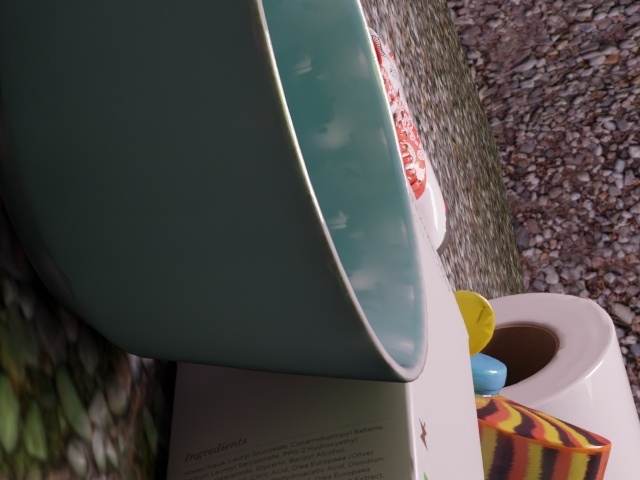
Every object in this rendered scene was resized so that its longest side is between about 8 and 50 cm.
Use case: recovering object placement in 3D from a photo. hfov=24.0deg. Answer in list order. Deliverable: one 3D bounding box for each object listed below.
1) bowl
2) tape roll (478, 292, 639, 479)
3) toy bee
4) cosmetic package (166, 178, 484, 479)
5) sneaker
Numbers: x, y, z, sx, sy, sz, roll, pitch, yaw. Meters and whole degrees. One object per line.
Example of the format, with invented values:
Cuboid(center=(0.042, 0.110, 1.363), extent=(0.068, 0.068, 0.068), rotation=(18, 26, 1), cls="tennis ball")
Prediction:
Cuboid(center=(-0.063, -0.061, 0.774), extent=(0.311, 0.163, 0.311), rotation=(-14, 90, -79), cls="bowl")
Cuboid(center=(0.205, 0.187, 1.566), extent=(0.246, 0.246, 0.169), rotation=(-79, 153, -65), cls="tape roll")
Cuboid(center=(0.061, 0.140, 1.144), extent=(0.162, 0.298, 0.195), rotation=(4, 82, -41), cls="toy bee")
Cuboid(center=(0.009, 0.139, 0.903), extent=(0.365, 0.155, 0.197), rotation=(-90, 160, -47), cls="cosmetic package")
Cuboid(center=(0.062, -0.109, 1.634), extent=(0.145, 0.090, 0.270), rotation=(35, 38, -71), cls="sneaker")
